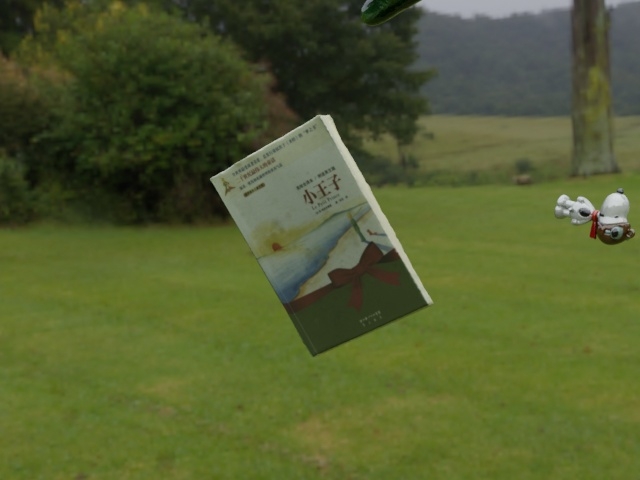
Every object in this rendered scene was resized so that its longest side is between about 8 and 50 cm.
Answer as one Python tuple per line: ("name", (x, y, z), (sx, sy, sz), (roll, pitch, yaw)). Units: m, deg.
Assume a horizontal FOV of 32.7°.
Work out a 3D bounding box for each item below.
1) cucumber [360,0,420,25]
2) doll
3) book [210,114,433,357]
("cucumber", (0.163, -0.364, 1.442), (0.284, 0.056, 0.056), (-31, -10, 30))
("doll", (0.284, -0.023, 1.132), (0.085, 0.058, 0.040), (-6, -10, 35))
("book", (0.000, 0.000, 1.446), (0.201, 0.289, 0.026), (-27, 8, 30))
